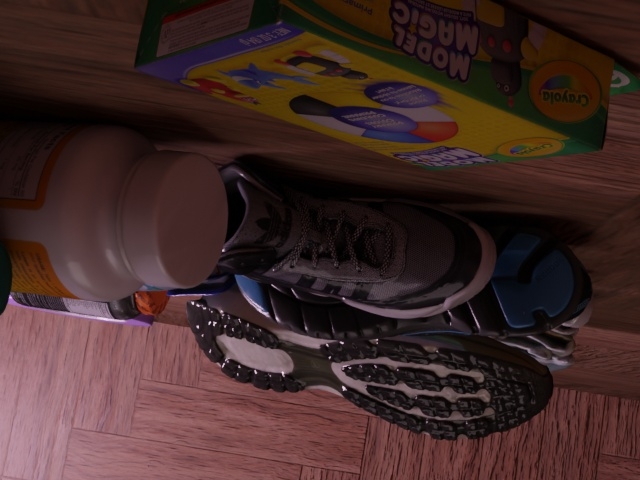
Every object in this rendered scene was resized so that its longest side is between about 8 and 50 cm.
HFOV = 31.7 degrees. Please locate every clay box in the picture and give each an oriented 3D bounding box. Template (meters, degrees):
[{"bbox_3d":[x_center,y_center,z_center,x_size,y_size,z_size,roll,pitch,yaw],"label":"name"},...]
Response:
[{"bbox_3d":[0.039,-0.080,0.545,0.222,0.053,0.127,16,169,-34],"label":"clay box"}]

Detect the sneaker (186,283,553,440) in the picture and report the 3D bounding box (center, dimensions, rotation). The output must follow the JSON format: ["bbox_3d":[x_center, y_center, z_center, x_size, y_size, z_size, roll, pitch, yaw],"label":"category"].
[{"bbox_3d":[0.060,0.077,1.205,0.411,0.182,0.158,13,142,26],"label":"sneaker"}]

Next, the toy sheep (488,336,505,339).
[{"bbox_3d":[0.191,0.072,1.260,0.132,0.091,0.091,-6,170,2],"label":"toy sheep"}]

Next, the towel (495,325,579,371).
[{"bbox_3d":[0.164,0.103,1.488,0.321,0.090,0.374,12,171,4],"label":"towel"}]

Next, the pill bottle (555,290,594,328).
[{"bbox_3d":[0.221,0.057,1.177,0.120,0.067,0.067,12,171,-18],"label":"pill bottle"}]

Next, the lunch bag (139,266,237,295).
[{"bbox_3d":[-0.147,0.012,1.225,0.151,0.096,0.129,-2,178,-41],"label":"lunch bag"}]

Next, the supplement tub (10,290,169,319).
[{"bbox_3d":[-0.288,0.037,1.419,0.191,0.116,0.117,7,171,12],"label":"supplement tub"}]

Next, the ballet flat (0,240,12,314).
[{"bbox_3d":[-0.299,-0.037,0.702,0.106,0.107,0.316,1,142,11],"label":"ballet flat"}]

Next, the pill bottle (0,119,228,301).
[{"bbox_3d":[-0.202,-0.024,0.877,0.246,0.136,0.136,5,170,26],"label":"pill bottle"}]

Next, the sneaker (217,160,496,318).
[{"bbox_3d":[0.000,0.000,0.929,0.269,0.101,0.153,7,174,29],"label":"sneaker"}]

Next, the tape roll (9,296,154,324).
[{"bbox_3d":[-0.414,0.080,1.915,0.275,0.090,0.275,8,171,1],"label":"tape roll"}]

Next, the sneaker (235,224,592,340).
[{"bbox_3d":[0.081,0.041,1.049,0.341,0.125,0.140,8,176,25],"label":"sneaker"}]
